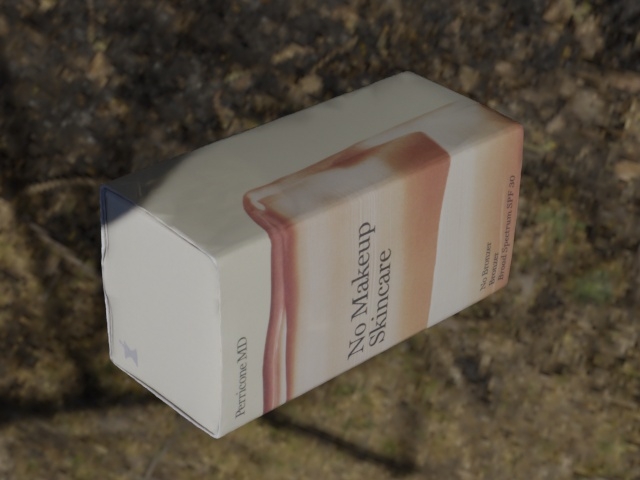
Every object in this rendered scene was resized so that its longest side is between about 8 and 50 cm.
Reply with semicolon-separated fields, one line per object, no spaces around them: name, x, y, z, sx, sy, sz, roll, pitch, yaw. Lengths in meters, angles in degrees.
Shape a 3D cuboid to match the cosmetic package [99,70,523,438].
cosmetic package;0.000;0.000;1.036;0.129;0.296;0.153;31;133;38
